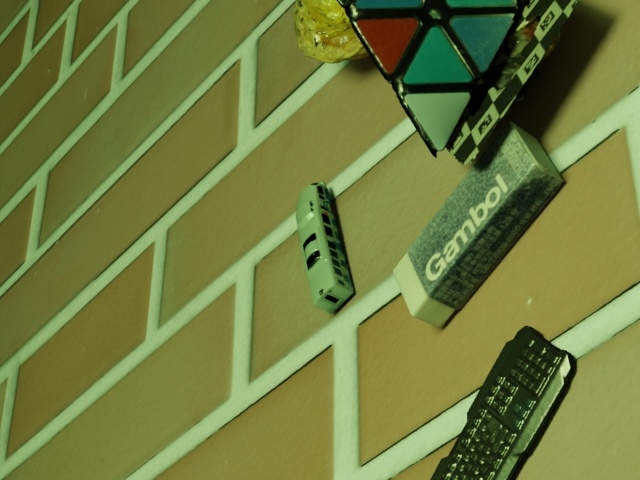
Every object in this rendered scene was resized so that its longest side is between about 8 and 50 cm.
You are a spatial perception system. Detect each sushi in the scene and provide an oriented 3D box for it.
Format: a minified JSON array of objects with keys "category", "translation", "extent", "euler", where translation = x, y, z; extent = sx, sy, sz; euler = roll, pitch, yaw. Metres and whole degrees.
[{"category":"sushi","translation":[0.207,-0.175,1.666],"extent":[0.210,0.040,0.193],"euler":[-56,17,10]}]

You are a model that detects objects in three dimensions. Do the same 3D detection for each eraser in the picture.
[{"category":"eraser","translation":[0.162,-0.015,1.621],"extent":[0.212,0.046,0.092],"euler":[-53,29,21]}]

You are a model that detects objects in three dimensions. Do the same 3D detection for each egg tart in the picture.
[{"category":"egg tart","translation":[0.065,-0.325,1.999],"extent":[0.232,0.098,0.252],"euler":[-38,41,29]}]

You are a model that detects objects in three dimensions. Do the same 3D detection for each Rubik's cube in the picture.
[{"category":"Rubik's cube","translation":[0.090,-0.242,1.788],"extent":[0.234,0.250,0.284],"euler":[90,-157,-82]}]

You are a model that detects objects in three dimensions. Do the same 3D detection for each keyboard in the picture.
[{"category":"keyboard","translation":[0.154,0.208,1.481],"extent":[0.262,0.016,0.106],"euler":[-61,28,5]}]

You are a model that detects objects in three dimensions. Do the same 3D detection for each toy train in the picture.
[{"category":"toy train","translation":[0.000,0.000,1.885],"extent":[0.043,0.047,0.207],"euler":[-46,34,28]}]
